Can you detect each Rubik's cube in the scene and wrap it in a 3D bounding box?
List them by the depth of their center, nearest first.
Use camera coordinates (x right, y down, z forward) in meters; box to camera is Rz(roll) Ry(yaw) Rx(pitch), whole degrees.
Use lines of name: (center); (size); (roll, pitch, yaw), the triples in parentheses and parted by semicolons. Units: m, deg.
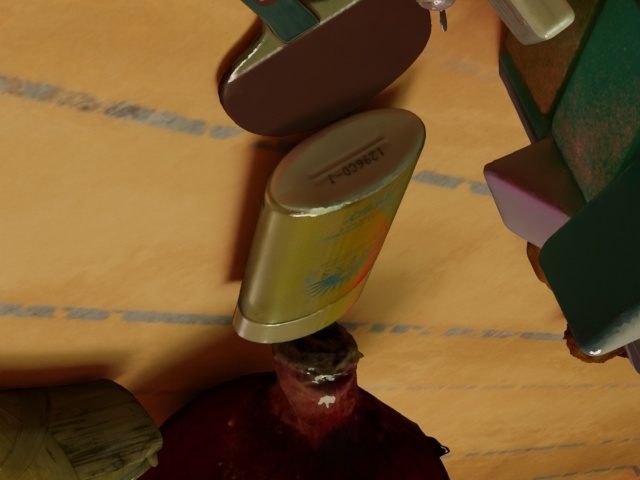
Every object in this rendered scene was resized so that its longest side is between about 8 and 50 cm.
Rubik's cube: (0.295, -0.082, 1.122); (0.358, 0.387, 0.368); (-26, 178, 4)

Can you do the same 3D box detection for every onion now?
onion: (-0.023, 0.231, 1.522); (0.348, 0.348, 0.385); (-16, 128, -31)

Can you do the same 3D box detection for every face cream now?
face cream: (0.000, 0.000, 1.303); (0.139, 0.067, 0.285); (-29, 163, -20)

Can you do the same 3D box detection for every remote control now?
remote control: (0.114, -0.159, 0.981); (0.029, 0.087, 0.190); (-37, -178, 6)

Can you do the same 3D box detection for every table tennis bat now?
table tennis bat: (-0.008, -0.132, 1.064); (0.154, 0.021, 0.274); (-32, 161, 8)

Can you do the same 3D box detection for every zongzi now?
zongzi: (-0.237, 0.146, 1.317); (0.228, 0.115, 0.256); (-23, 148, -25)

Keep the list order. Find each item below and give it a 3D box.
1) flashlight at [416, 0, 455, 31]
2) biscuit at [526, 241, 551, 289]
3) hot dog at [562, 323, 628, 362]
flashlight: (0.065, -0.178, 1.031); (0.031, 0.052, 0.110); (-5, 156, 15)
biscuit: (0.361, -0.042, 1.643); (0.326, 0.107, 0.325); (-28, 158, -12)
hot dog: (0.383, 0.076, 1.945); (0.161, 0.099, 0.227); (-20, 155, -24)
